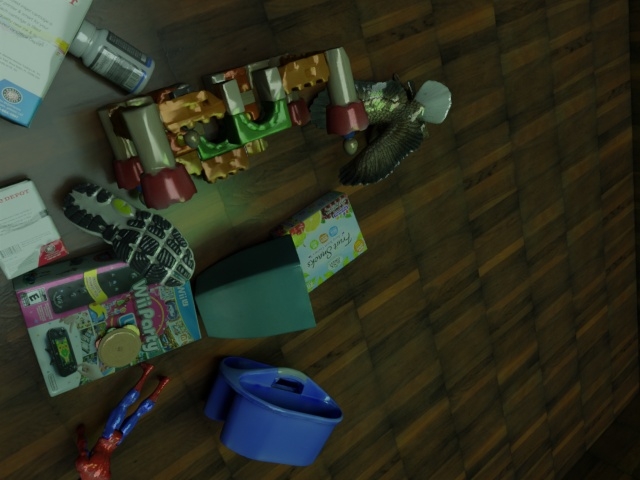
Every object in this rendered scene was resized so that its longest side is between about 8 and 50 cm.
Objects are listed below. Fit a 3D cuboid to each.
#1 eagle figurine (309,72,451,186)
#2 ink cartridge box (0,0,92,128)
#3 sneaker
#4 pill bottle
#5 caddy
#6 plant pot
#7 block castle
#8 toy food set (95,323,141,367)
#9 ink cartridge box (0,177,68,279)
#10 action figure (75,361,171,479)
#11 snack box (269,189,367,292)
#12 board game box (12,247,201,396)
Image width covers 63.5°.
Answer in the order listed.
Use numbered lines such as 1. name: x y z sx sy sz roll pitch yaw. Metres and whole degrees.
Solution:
1. eagle figurine: 0.152 -0.281 1.270 0.298 0.226 0.225 -24 135 -33
2. ink cartridge box: -0.502 -0.323 0.810 0.171 0.168 0.233 28 85 -37
3. sneaker: -0.341 -0.013 0.962 0.275 0.110 0.107 35 80 8
4. pill bottle: -0.383 -0.335 0.947 0.137 0.078 0.078 29 84 -36
5. caddy: -0.105 0.383 1.225 0.341 0.241 0.179 27 92 -37
6. plant pot: -0.151 0.115 1.151 0.234 0.166 0.166 -14 114 -4
7. block castle: -0.165 -0.208 0.993 0.453 0.303 0.213 -27 117 -26
8. toy food set: -0.389 0.205 0.997 0.082 0.020 0.083 -10 109 -32
9. ink cartridge box: -0.541 -0.024 0.924 0.109 0.063 0.151 -28 116 -26
10. action figure: -0.447 0.397 1.091 0.091 0.139 0.280 50 51 -30
11. snack box: 0.000 0.000 1.303 0.207 0.070 0.175 -34 118 -22
12. board game box: -0.415 0.138 1.034 0.303 0.097 0.224 -19 113 -30
